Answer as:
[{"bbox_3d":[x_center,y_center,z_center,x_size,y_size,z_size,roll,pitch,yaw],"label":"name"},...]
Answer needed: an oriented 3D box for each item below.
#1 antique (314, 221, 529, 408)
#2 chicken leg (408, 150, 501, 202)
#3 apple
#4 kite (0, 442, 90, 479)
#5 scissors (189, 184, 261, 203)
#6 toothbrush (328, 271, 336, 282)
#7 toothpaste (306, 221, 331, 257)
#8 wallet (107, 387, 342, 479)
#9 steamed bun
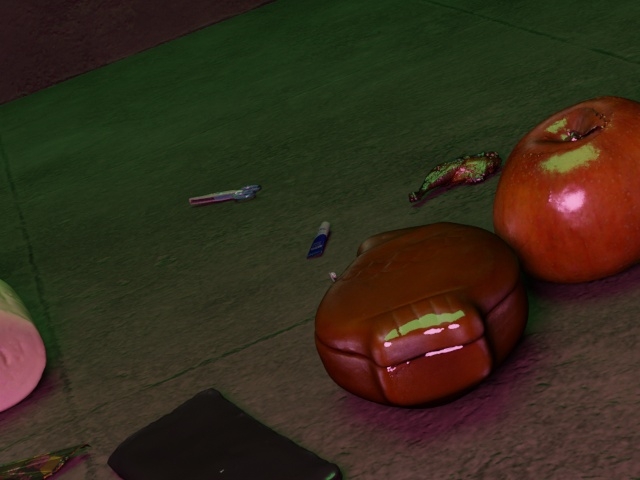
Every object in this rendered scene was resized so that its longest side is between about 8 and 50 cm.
[{"bbox_3d":[0.103,0.078,1.332,0.223,0.129,0.278,-19,21,-1],"label":"antique"},{"bbox_3d":[0.187,-0.089,1.820,0.145,0.037,0.062,-18,34,-4],"label":"chicken leg"},{"bbox_3d":[0.300,-0.059,1.446,0.210,0.173,0.235,5,32,47],"label":"apple"},{"bbox_3d":[-0.405,0.292,1.389,0.321,0.016,0.234,-32,25,-31],"label":"kite"},{"bbox_3d":[-0.155,-0.071,2.081,0.119,0.014,0.058,-8,19,18],"label":"scissors"},{"bbox_3d":[0.024,0.057,1.622,0.008,0.006,0.097,-17,21,-6],"label":"toothbrush"},{"bbox_3d":[0.000,0.000,1.776,0.024,0.015,0.083,-18,25,24],"label":"toothpaste"},{"bbox_3d":[-0.104,0.224,1.287,0.146,0.030,0.285,-31,23,-22],"label":"wallet"},{"bbox_3d":[-0.458,0.130,1.622,0.170,0.200,0.225,-61,29,1],"label":"steamed bun"}]
